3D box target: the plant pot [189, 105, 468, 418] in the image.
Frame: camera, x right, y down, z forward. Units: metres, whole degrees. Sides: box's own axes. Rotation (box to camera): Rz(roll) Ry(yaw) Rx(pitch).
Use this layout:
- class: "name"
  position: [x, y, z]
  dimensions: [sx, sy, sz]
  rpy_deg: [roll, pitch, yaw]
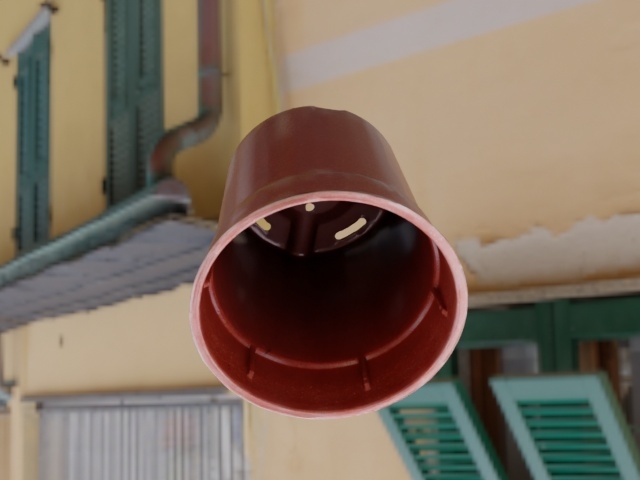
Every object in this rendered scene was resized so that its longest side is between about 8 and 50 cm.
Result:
- class: "plant pot"
  position: [0.000, 0.000, 1.274]
  dimensions: [0.272, 0.272, 0.265]
  rpy_deg: [-1, -148, -4]
